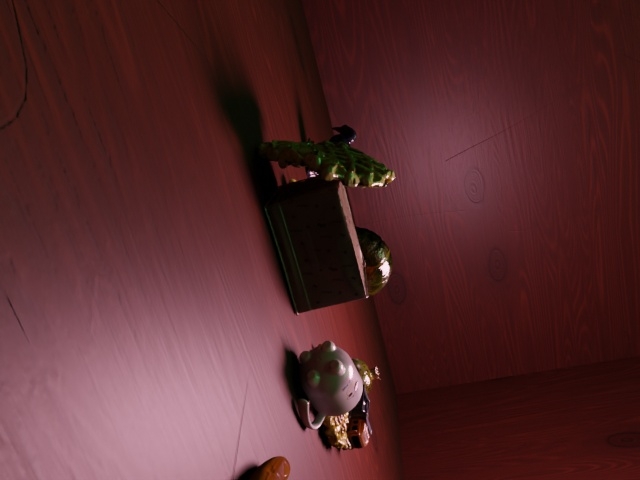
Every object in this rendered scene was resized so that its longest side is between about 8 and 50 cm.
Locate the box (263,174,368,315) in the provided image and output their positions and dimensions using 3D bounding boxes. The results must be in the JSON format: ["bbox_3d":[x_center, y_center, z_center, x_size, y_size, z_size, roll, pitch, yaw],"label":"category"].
[{"bbox_3d":[0.000,0.000,1.237,0.225,0.190,0.298,-78,154,-71],"label":"box"}]

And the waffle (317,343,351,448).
[{"bbox_3d":[0.028,0.420,1.284,0.254,0.052,0.245,-93,165,-50],"label":"waffle"}]

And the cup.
[{"bbox_3d":[0.001,0.324,1.099,0.134,0.173,0.142,43,-18,45],"label":"cup"}]

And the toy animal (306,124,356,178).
[{"bbox_3d":[0.033,-0.340,1.876,0.122,0.185,0.299,73,28,-49],"label":"toy animal"}]

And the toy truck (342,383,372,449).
[{"bbox_3d":[0.103,0.521,1.417,0.192,0.092,0.083,-73,151,-55],"label":"toy truck"}]

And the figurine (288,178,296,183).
[{"bbox_3d":[-0.052,-0.095,1.418,0.083,0.083,0.188,-87,156,-56],"label":"figurine"}]

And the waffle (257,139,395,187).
[{"bbox_3d":[0.018,-0.198,1.169,0.297,0.317,0.073,-5,118,-47],"label":"waffle"}]

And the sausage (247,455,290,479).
[{"bbox_3d":[-0.080,0.365,0.709,0.183,0.054,0.062,22,88,-81],"label":"sausage"}]

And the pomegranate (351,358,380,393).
[{"bbox_3d":[0.119,0.448,1.551,0.130,0.130,0.131,-12,90,-80],"label":"pomegranate"}]

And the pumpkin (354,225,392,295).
[{"bbox_3d":[0.107,0.062,1.468,0.159,0.237,0.238,-54,134,-52],"label":"pumpkin"}]
